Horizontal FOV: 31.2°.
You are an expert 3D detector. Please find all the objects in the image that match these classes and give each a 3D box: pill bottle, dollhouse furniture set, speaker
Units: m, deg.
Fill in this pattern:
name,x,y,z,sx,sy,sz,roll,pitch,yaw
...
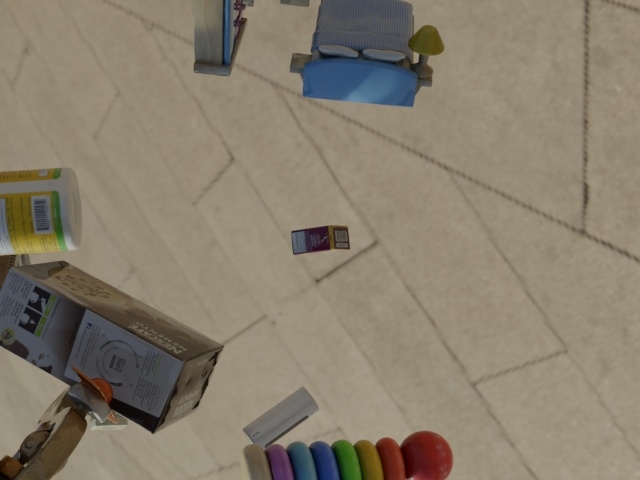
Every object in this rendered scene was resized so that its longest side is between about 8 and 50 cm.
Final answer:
name,x,y,z,sx,sy,sz,roll,pitch,yaw
pill bottle,-0.518,-0.044,1.853,0.136,0.246,0.136,176,90,-86
dollhouse furniture set,0.010,-0.335,1.434,0.304,0.286,0.198,7,129,2
speaker,-0.070,0.321,2.056,0.055,0.136,0.055,51,165,19

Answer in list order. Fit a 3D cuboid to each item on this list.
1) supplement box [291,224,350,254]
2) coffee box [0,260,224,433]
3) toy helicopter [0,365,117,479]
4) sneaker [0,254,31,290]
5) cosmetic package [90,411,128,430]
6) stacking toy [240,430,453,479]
name,x,y,z,sx,sy,sz,roll,pitch,yaw
supplement box,0.000,0.000,1.928,0.083,0.055,0.043,-8,85,32
coffee box,-0.313,0.149,1.676,0.297,0.118,0.168,27,-171,13
toy helicopter,-0.357,0.253,1.540,0.140,0.235,0.355,41,-176,-9
sneaker,-0.587,0.091,2.062,0.099,0.282,0.153,9,130,1
cosmetic package,-0.375,0.274,2.016,0.041,0.060,0.115,141,128,-58
stacking toy,0.047,0.366,1.788,0.141,0.331,0.141,173,90,-78
